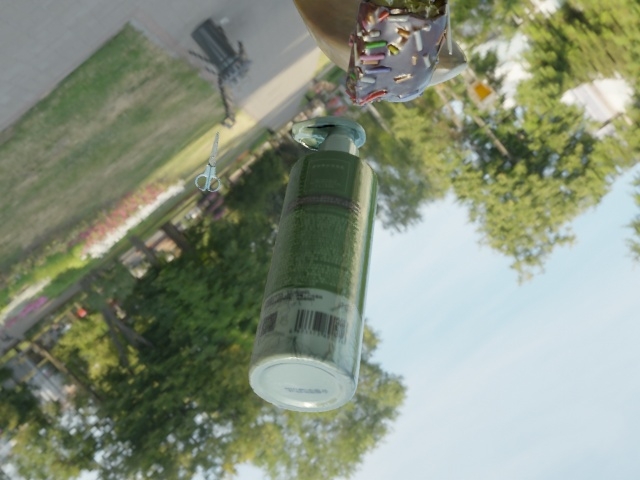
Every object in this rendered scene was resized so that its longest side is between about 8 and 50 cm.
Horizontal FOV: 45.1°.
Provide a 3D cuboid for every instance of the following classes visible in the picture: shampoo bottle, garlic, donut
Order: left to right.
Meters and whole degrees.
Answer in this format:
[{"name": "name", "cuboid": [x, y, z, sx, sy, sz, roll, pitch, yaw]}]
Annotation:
[{"name": "shampoo bottle", "cuboid": [0.000, 0.000, 0.475, 0.065, 0.065, 0.204, -34, -146, 40]}, {"name": "garlic", "cuboid": [0.071, -0.309, 1.156, 0.143, 0.318, 0.112, -44, 161, -16]}, {"name": "donut", "cuboid": [0.084, -0.239, 0.770, 0.216, 0.096, 0.230, 97, 3, -68]}]

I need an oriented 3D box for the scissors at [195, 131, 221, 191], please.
[{"name": "scissors", "cuboid": [-0.150, -0.109, 1.062, 0.006, 0.036, 0.083, -102, -156, -78]}]
